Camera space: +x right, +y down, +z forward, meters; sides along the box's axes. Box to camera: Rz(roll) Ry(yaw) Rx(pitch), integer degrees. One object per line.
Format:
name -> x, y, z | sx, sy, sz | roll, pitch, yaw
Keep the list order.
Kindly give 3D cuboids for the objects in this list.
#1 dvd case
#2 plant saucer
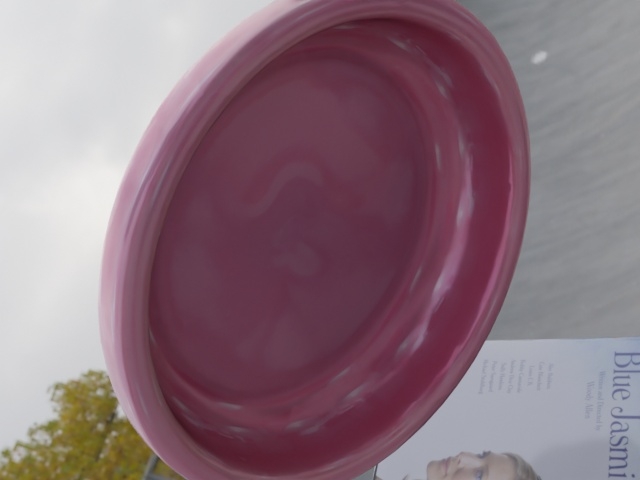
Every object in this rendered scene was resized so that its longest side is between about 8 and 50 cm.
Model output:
dvd case -> 0.171, 0.164, 0.831 | 0.022, 0.253, 0.180 | 58, -143, -44
plant saucer -> 0.000, 0.000, 0.623 | 0.332, 0.084, 0.332 | -18, -60, -35
